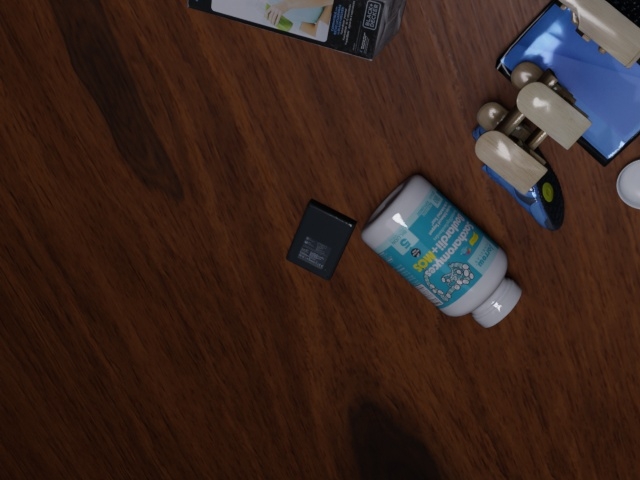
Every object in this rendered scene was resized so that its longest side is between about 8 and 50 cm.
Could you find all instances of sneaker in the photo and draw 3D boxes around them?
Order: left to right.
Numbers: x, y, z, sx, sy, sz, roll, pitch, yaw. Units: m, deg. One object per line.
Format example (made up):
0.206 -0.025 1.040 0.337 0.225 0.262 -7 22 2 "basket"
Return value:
0.313 -0.103 1.187 0.082 0.069 0.209 -16 114 47 "sneaker"

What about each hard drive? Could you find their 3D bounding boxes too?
0.000 0.000 1.382 0.094 0.022 0.135 27 124 5 "hard drive"

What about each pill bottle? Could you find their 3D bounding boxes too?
0.206 0.025 1.244 0.264 0.146 0.146 41 124 -5 "pill bottle"

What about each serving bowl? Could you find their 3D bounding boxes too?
0.494 -0.090 1.140 0.083 0.027 0.083 9 120 16 "serving bowl"

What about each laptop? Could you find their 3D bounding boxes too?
0.410 -0.253 1.011 0.234 0.136 0.264 41 166 -5 "laptop"

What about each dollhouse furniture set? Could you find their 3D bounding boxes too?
0.275 -0.217 0.979 0.161 0.212 0.242 38 114 -3 "dollhouse furniture set"

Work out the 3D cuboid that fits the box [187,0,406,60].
-0.029 -0.367 1.106 0.290 0.169 0.087 18 125 9 "box"
